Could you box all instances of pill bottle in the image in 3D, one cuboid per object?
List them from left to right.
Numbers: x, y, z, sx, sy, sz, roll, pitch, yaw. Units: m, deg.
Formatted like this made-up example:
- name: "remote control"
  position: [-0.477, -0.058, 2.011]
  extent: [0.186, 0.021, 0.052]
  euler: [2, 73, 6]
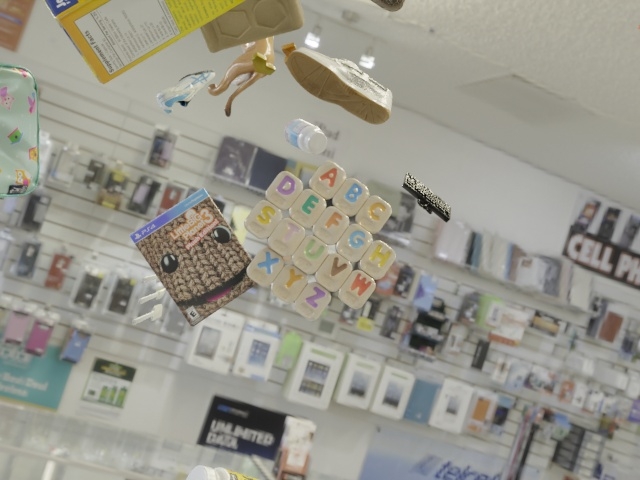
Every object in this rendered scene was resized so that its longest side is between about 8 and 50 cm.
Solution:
- name: "pill bottle"
  position: [-0.228, 0.634, 1.891]
  extent: [0.208, 0.119, 0.119]
  euler: [30, -9, -33]
- name: "pill bottle"
  position: [-0.043, -0.316, 2.334]
  extent: [0.087, 0.087, 0.160]
  euler: [20, 10, -32]

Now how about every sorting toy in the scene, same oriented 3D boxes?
- name: "sorting toy"
  position: [-0.156, -0.501, 1.699]
  extent: [0.229, 0.041, 0.307]
  euler: [-16, -46, 5]

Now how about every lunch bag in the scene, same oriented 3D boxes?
- name: "lunch bag"
  position: [-0.661, -0.209, 1.481]
  extent: [0.108, 0.279, 0.224]
  euler: [4, 6, 28]

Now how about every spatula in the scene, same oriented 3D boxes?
- name: "spatula"
  position: [-0.490, 0.158, 2.210]
  extent: [0.019, 0.168, 0.242]
  euler: [14, 4, 7]

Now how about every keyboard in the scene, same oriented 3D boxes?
- name: "keyboard"
  position: [0.316, -0.124, 2.256]
  extent: [0.180, 0.108, 0.023]
  euler: [37, -51, -13]

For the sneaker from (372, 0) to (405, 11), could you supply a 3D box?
- name: "sneaker"
  position: [0.110, -0.513, 1.527]
  extent: [0.188, 0.066, 0.071]
  euler: [54, -2, 24]

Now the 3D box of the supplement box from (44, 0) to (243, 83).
- name: "supplement box"
  position: [-0.332, -0.496, 1.420]
  extent: [0.195, 0.357, 0.194]
  euler: [55, -7, 24]

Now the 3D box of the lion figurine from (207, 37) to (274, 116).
- name: "lion figurine"
  position: [-0.177, -0.544, 2.054]
  extent: [0.240, 0.392, 0.142]
  euler: [-11, -13, 35]

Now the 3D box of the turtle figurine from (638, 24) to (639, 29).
- name: "turtle figurine"
  position: [0.768, -0.517, 1.584]
  extent: [0.087, 0.217, 0.269]
  euler: [47, 22, 16]

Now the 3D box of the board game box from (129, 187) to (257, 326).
- name: "board game box"
  position: [-0.327, 0.047, 2.031]
  extent: [0.291, 0.232, 0.141]
  euler: [56, -10, -2]

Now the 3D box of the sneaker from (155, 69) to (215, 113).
- name: "sneaker"
  position: [-0.445, -0.503, 2.554]
  extent: [0.085, 0.237, 0.086]
  euler: [6, -53, 51]

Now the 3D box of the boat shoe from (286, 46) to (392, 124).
- name: "boat shoe"
  position: [0.048, -0.376, 1.780]
  extent: [0.277, 0.096, 0.098]
  euler: [29, -33, -20]

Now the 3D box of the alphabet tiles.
- name: "alphabet tiles"
  position: [0.000, 0.000, 1.476]
  extent: [0.284, 0.278, 0.021]
  euler: [37, -6, -4]
